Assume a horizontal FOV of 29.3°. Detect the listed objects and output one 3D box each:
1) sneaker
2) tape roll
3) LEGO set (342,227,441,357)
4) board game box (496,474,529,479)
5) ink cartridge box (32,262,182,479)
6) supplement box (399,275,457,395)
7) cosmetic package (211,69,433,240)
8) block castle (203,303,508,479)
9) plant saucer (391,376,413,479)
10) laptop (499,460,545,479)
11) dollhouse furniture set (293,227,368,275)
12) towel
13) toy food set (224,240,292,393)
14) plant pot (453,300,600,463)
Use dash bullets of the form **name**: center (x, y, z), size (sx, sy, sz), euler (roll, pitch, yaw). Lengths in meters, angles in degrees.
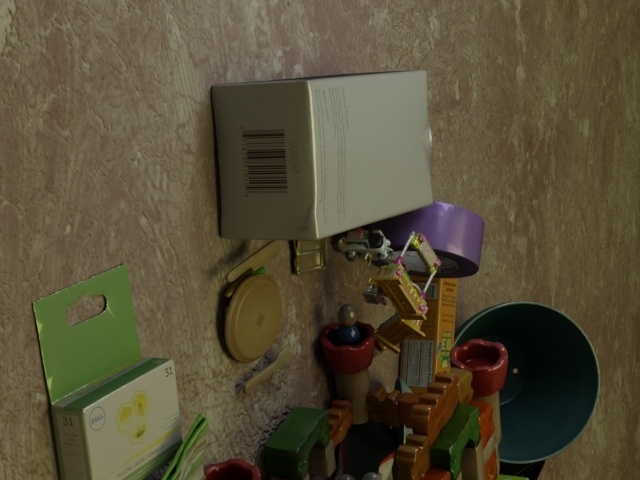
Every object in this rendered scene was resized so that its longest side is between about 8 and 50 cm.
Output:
- **sneaker**: center (0.050, 0.392, 1.893), size (0.270, 0.090, 0.145), euler (-68, 179, -68)
- **tape roll**: center (0.167, -0.001, 1.975), size (0.189, 0.189, 0.080), euler (35, 60, -57)
- **LEGO set**: center (0.122, 0.078, 1.888), size (0.287, 0.132, 0.107), euler (78, 34, -50)
- **board game box**: center (0.198, 0.541, 2.000), size (0.078, 0.233, 0.347), euler (64, 38, -40)
- **ink cartridge box**: center (-0.235, 0.161, 1.384), size (0.171, 0.056, 0.235), euler (-27, 116, -58)
- **supplement box**: center (0.189, 0.157, 2.137), size (0.078, 0.080, 0.233), euler (11, 84, -59)
- **cosmetic package**: center (0.017, -0.130, 1.736), size (0.385, 0.156, 0.217), euler (-15, 104, -62)
- **block castle**: center (0.063, 0.276, 1.681), size (0.453, 0.303, 0.213), euler (-45, 135, -52)
- **plant saucer**: center (0.142, 0.322, 2.000), size (0.195, 0.037, 0.195), euler (-179, -90, -88)
- **laptop**: center (0.363, 0.472, 2.531), size (0.234, 0.136, 0.264), euler (-5, 121, -61)
- **dollhouse furniture set**: center (0.000, 0.000, 1.842), size (0.152, 0.058, 0.076), euler (-11, 109, -41)
- **towel**: center (-0.165, 0.289, 1.471), size (0.152, 0.023, 0.113), euler (103, 12, -52)
- **toy food set**: center (-0.095, 0.103, 1.665), size (0.132, 0.038, 0.192), euler (-34, 126, -48)
- **plant pot**: center (0.346, 0.251, 2.271), size (0.195, 0.290, 0.290), euler (-172, -98, -82)
